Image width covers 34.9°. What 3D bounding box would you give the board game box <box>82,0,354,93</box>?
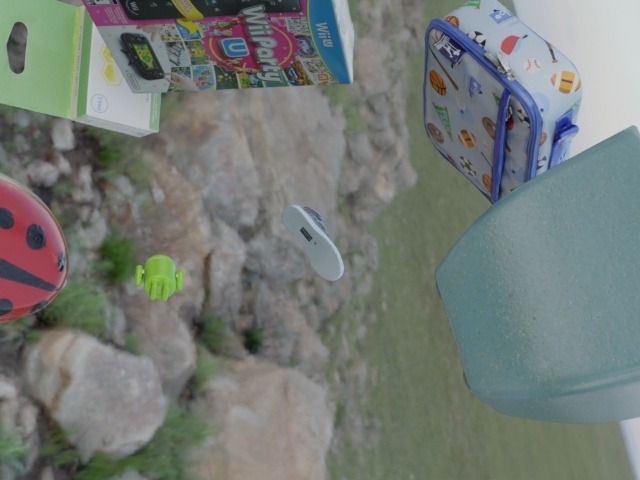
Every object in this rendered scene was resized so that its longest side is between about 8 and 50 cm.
[{"bbox_3d":[-0.121,-0.289,1.274,0.224,0.303,0.098,70,20,-63],"label":"board game box"}]

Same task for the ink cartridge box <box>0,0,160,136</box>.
[{"bbox_3d":[-0.330,-0.251,1.415,0.235,0.056,0.171,11,78,-44],"label":"ink cartridge box"}]

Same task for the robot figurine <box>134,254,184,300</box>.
[{"bbox_3d":[-0.334,0.075,2.121,0.115,0.101,0.067,-102,-159,-51],"label":"robot figurine"}]

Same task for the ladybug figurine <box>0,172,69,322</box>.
[{"bbox_3d":[-0.645,0.024,1.938,0.449,0.162,0.305,24,91,-51],"label":"ladybug figurine"}]

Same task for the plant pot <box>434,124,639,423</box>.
[{"bbox_3d":[0.269,0.071,1.082,0.247,0.252,0.248,39,33,-62],"label":"plant pot"}]

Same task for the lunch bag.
[{"bbox_3d":[0.248,-0.178,1.405,0.243,0.115,0.303,51,-14,28],"label":"lunch bag"}]

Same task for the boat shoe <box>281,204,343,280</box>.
[{"bbox_3d":[0.000,0.000,2.084,0.183,0.065,0.083,55,23,14],"label":"boat shoe"}]
